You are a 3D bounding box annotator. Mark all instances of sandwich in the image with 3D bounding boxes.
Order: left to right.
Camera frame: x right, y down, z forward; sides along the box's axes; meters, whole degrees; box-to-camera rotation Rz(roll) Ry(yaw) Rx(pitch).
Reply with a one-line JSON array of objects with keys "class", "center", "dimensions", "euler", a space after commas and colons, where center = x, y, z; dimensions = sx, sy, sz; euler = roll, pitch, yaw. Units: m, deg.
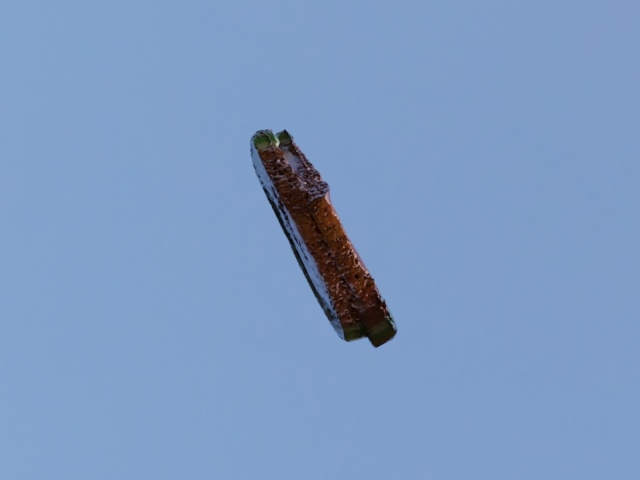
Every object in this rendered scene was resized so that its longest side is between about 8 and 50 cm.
[{"class": "sandwich", "center": [-0.002, -0.003, 0.692], "dimensions": [0.026, 0.069, 0.101], "euler": [-28, -79, -2]}]
